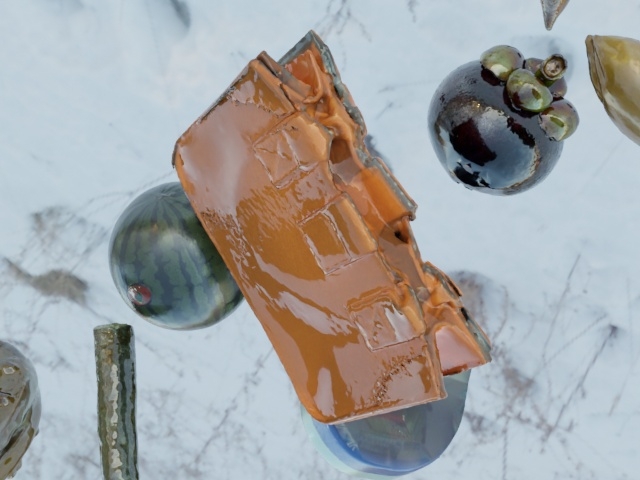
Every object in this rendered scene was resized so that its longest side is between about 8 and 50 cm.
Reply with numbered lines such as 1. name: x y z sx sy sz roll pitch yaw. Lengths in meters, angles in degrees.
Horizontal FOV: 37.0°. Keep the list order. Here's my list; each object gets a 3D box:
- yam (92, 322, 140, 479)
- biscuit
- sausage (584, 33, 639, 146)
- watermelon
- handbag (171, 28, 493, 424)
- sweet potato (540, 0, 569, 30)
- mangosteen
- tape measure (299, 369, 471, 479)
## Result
1. yam: -0.272 0.242 1.281 0.061 0.274 0.061 -7 158 -3
2. biscuit: -0.515 0.256 1.246 0.332 0.332 0.103 4 133 36
3. sausage: 0.427 -0.110 1.008 0.354 0.134 0.116 29 101 11
4. watermelon: -0.192 0.025 1.336 0.212 0.212 0.212 22 143 18
5. handbag: 0.000 0.000 1.106 0.410 0.116 0.303 61 147 0
6. sweet potato: 0.426 -0.536 1.725 0.095 0.106 0.354 8 153 14
7. mangosteen: 0.247 -0.169 1.267 0.194 0.194 0.230 36 126 0
8. tape measure: 0.101 0.254 1.555 0.259 0.262 0.138 13 161 -15
